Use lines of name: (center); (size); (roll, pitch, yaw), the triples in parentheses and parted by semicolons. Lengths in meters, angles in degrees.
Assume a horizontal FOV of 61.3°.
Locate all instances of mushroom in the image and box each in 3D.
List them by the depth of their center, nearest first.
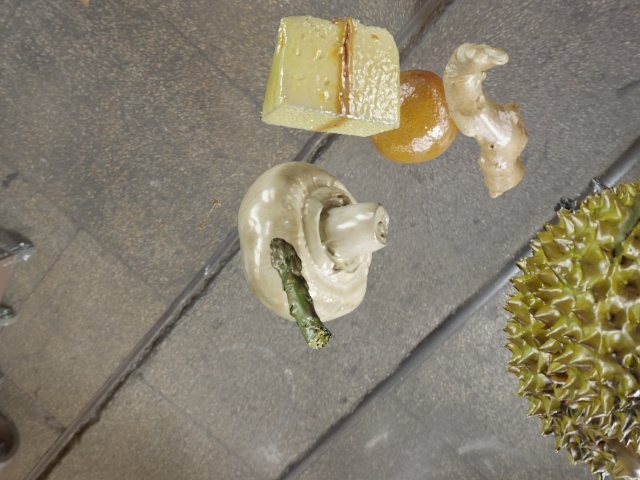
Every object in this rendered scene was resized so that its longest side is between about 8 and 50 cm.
mushroom: (0.000, 0.000, 0.849); (0.235, 0.253, 0.260); (-18, 127, 39)

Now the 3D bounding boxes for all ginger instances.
ginger: (0.208, -0.138, 0.644); (0.089, 0.288, 0.075); (-44, 52, -1)

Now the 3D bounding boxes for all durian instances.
durian: (0.229, 0.074, 0.354); (0.194, 0.138, 0.237); (-13, 87, 7)

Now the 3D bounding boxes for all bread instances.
bread: (0.021, -0.290, 0.956); (0.240, 0.135, 0.177); (1, 91, -27)

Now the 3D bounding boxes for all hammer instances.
hammer: (-0.300, -0.069, 1.447); (0.029, 0.122, 0.014); (26, 133, -7)

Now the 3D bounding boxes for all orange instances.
orange: (0.243, -0.328, 1.454); (0.265, 0.264, 0.263); (2, 106, 8)

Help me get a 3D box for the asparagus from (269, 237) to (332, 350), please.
asparagus: (-0.027, 0.048, 0.581); (0.036, 0.165, 0.030); (10, 124, -28)

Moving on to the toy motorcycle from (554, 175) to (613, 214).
toy motorcycle: (0.469, -0.022, 0.901); (0.157, 0.263, 0.091); (53, 125, 12)
